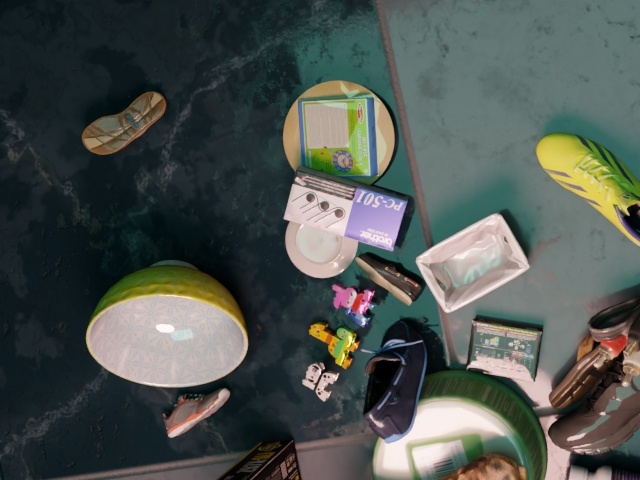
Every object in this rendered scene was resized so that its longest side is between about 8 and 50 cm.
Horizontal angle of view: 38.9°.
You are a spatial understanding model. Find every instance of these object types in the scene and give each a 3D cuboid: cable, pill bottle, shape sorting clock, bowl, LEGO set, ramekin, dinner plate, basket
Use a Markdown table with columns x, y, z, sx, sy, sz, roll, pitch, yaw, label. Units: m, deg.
| x | y | z | sx | sy | sz | roll | pitch | yaw | label |
| --- | --- | --- | --- | --- | --- | --- | --- | --- | --- |
| 0.544 | 0.112 | 1.470 | 0.287 | 0.072 | 0.139 | -43 | 40 | -24 | cable |
| 0.509 | 0.439 | 1.516 | 0.194 | 0.108 | 0.108 | 12 | 97 | 15 | pill bottle |
| 0.033 | -0.186 | 1.648 | 0.206 | 0.040 | 0.206 | 3 | 102 | 17 | shape sorting clock |
| -0.278 | 0.130 | 1.683 | 0.290 | 0.289 | 0.156 | -18 | 47 | 16 | bowl |
| 0.024 | 0.165 | 1.655 | 0.093 | 0.087 | 0.227 | 27 | 107 | 16 | LEGO set |
| 0.235 | 0.387 | 1.571 | 0.304 | 0.148 | 0.303 | 1 | 94 | 16 | ramekin |
| 0.000 | 0.000 | 1.684 | 0.141 | 0.017 | 0.141 | 1 | 94 | 15 | dinner plate |
| 0.266 | 0.035 | 1.563 | 0.167 | 0.103 | 0.113 | -31 | 85 | 16 | basket |

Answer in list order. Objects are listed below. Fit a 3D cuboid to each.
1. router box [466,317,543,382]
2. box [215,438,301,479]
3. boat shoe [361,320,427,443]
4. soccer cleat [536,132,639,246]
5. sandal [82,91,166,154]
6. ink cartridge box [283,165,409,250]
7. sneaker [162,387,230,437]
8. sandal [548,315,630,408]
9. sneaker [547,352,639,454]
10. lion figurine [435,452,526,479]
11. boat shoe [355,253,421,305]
| x | y | z | sx | sy | sz | roll | pitch | yaw | label |
| --- | --- | --- | --- | --- | --- | --- | --- | --- | --- |
| 0.322 | 0.191 | 1.591 | 0.123 | 0.038 | 0.092 | 9 | 96 | 15 | router box |
| -0.100 | 0.515 | 1.586 | 0.079 | 0.322 | 0.257 | -9 | 92 | 15 | box |
| 0.124 | 0.219 | 1.538 | 0.089 | 0.258 | 0.109 | 41 | 117 | -20 | boat shoe |
| 0.478 | -0.083 | 1.485 | 0.289 | 0.121 | 0.093 | 41 | 104 | 10 | soccer cleat |
| -0.376 | -0.225 | 1.766 | 0.180 | 0.049 | 0.072 | -33 | 90 | 1 | sandal |
| 0.046 | -0.059 | 1.630 | 0.207 | 0.046 | 0.097 | 17 | 106 | 5 | ink cartridge box |
| -0.248 | 0.319 | 1.755 | 0.158 | 0.061 | 0.064 | -36 | 77 | 15 | sneaker |
| 0.464 | 0.196 | 1.537 | 0.219 | 0.090 | 0.060 | -48 | 47 | 14 | sandal |
| 0.501 | 0.250 | 1.497 | 0.286 | 0.109 | 0.130 | -28 | 104 | 7 | sneaker |
| 0.140 | 0.460 | 1.455 | 0.392 | 0.142 | 0.240 | -3 | 85 | 20 | lion figurine |
| 0.122 | 0.063 | 1.640 | 0.133 | 0.049 | 0.042 | 35 | 74 | 18 | boat shoe |
